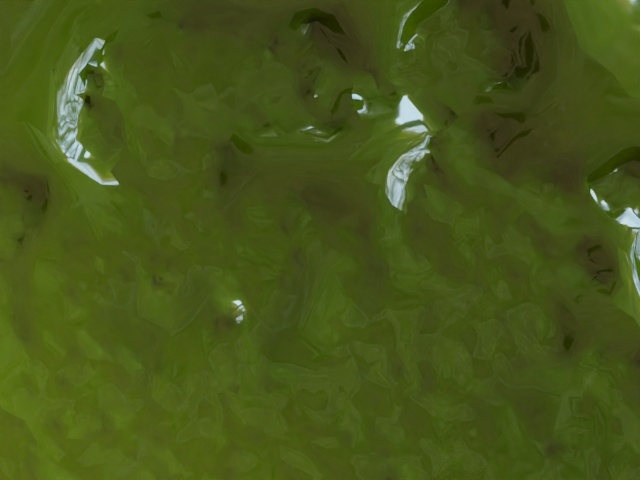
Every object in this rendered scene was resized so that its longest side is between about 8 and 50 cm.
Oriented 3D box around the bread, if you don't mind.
[{"bbox_3d":[0.000,0.000,0.365,0.236,0.236,0.070,53,-7,-7],"label":"bread"}]
